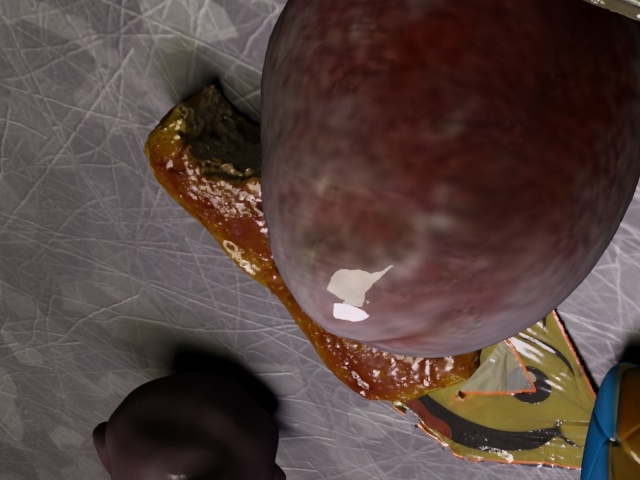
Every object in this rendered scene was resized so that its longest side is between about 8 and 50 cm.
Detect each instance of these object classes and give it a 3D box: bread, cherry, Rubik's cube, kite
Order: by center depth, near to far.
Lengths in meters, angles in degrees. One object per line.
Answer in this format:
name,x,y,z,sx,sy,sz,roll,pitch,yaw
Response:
cherry,0.087,-0.071,0.926,0.291,0.335,0.326,9,164,4
bread,0.000,0.000,1.228,0.380,0.109,0.185,47,140,-14
Rubik's cube,0.359,0.253,1.256,0.254,0.254,0.254,20,142,16
kite,0.163,0.131,1.340,0.377,0.013,0.327,33,143,3

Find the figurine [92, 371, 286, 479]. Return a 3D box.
figurine,-0.188,0.302,1.628,0.218,0.206,0.365,45,146,7

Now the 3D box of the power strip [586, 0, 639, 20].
power strip,0.184,-0.239,0.791,0.213,0.198,0.064,26,-179,10
